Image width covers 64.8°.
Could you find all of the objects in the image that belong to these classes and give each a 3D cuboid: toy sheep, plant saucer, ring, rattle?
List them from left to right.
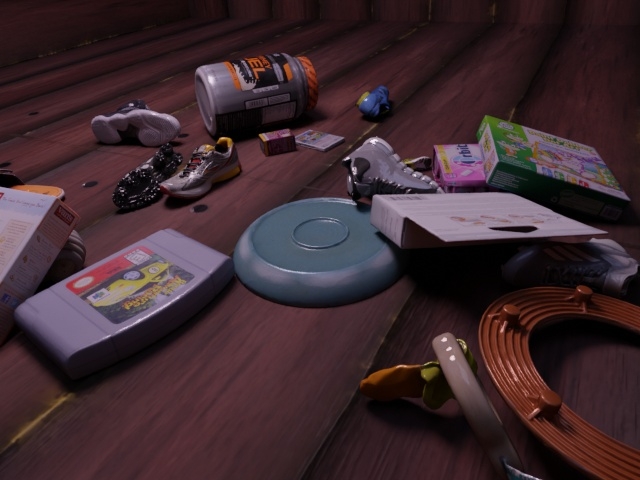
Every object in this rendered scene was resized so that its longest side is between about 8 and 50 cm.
[{"bbox_3d":[-0.452,0.020,0.869,0.091,0.091,0.132,-15,52,-16],"label":"toy sheep"},{"bbox_3d":[0.000,0.000,0.889,0.317,0.044,0.318,-4,33,2],"label":"plant saucer"},{"bbox_3d":[0.136,0.208,0.523,0.142,0.130,0.200,-19,60,-3],"label":"rattle"},{"bbox_3d":[0.348,0.148,0.565,0.336,0.032,0.337,6,31,-4],"label":"ring"}]

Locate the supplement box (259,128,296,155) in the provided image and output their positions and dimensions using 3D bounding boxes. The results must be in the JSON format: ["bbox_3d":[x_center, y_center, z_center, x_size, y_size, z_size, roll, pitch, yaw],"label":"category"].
[{"bbox_3d":[-0.111,-0.253,1.297,0.083,0.043,0.055,-14,33,-13],"label":"supplement box"}]

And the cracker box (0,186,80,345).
[{"bbox_3d":[-0.508,0.031,0.788,0.155,0.067,0.233,10,63,21],"label":"cracker box"}]

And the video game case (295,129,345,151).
[{"bbox_3d":[-0.009,-0.265,1.335,0.122,0.011,0.087,21,41,34],"label":"video game case"}]

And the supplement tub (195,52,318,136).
[{"bbox_3d":[-0.178,-0.417,1.424,0.315,0.194,0.193,-18,35,-21],"label":"supplement tub"}]

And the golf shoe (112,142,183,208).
[{"bbox_3d":[-0.392,-0.132,1.129,0.093,0.077,0.198,-16,28,48],"label":"golf shoe"}]

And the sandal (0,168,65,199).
[{"bbox_3d":[-0.708,-0.124,1.133,0.265,0.076,0.102,-1,32,6],"label":"sandal"}]

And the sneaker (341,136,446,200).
[{"bbox_3d":[0.126,-0.091,0.950,0.132,0.086,0.228,-32,63,-28],"label":"sneaker"}]

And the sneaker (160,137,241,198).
[{"bbox_3d":[-0.273,-0.165,1.132,0.088,0.093,0.225,16,39,27],"label":"sneaker"}]

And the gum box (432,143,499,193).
[{"bbox_3d":[0.298,-0.136,1.046,0.107,0.062,0.188,-1,33,5],"label":"gum box"}]

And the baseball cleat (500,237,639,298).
[{"bbox_3d":[0.380,0.044,0.746,0.205,0.072,0.109,-12,33,-10],"label":"baseball cleat"}]

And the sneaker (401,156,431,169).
[{"bbox_3d":[0.213,-0.178,1.152,0.083,0.031,0.035,-12,33,-12],"label":"sneaker"}]

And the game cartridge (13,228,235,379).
[{"bbox_3d":[-0.288,0.083,0.784,0.196,0.060,0.294,25,42,31],"label":"game cartridge"}]

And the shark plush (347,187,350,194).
[{"bbox_3d":[0.105,-0.157,1.098,0.073,0.067,0.161,5,33,14],"label":"shark plush"}]

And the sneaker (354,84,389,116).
[{"bbox_3d":[0.173,-0.406,1.501,0.082,0.069,0.209,39,33,4],"label":"sneaker"}]

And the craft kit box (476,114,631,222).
[{"bbox_3d":[0.446,-0.151,1.000,0.249,0.061,0.247,17,32,0],"label":"craft kit box"}]

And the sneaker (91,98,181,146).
[{"bbox_3d":[-0.498,-0.342,1.426,0.268,0.101,0.153,3,35,15],"label":"sneaker"}]

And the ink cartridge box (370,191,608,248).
[{"bbox_3d":[0.250,-0.020,0.793,0.274,0.060,0.239,-3,22,-17],"label":"ink cartridge box"}]
